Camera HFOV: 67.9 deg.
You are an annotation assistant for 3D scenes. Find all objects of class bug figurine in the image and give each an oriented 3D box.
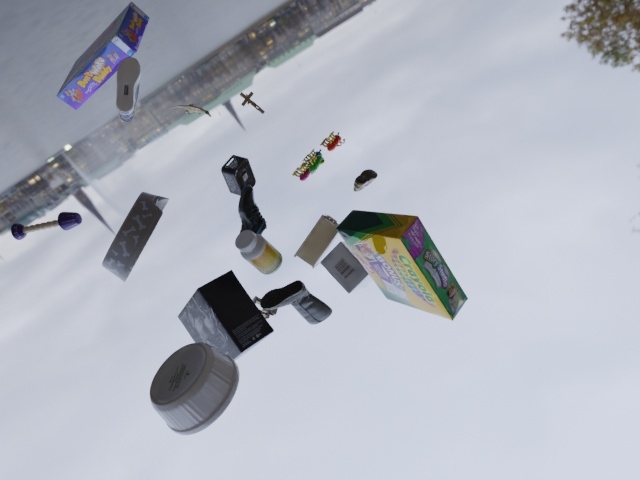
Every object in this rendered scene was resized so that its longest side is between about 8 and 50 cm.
[{"bbox_3d":[-0.013,-0.351,2.032,0.216,0.072,0.279,-54,-167,-24],"label":"bug figurine"}]

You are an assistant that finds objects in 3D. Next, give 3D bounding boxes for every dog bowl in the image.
[{"bbox_3d":[-0.679,-0.023,1.740,0.349,0.102,0.348,-51,-158,29],"label":"dog bowl"}]

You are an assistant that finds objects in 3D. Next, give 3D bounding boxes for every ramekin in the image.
[{"bbox_3d":[-0.390,0.433,1.440,0.273,0.127,0.273,-23,-146,17],"label":"ramekin"}]

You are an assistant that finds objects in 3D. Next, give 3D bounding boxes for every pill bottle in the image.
[{"bbox_3d":[-0.252,0.046,1.925,0.118,0.208,0.117,-15,-126,22],"label":"pill bottle"}]

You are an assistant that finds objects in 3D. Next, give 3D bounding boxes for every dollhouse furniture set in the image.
[{"bbox_3d":[-0.339,0.345,2.625,0.161,0.182,0.101,-34,-145,54],"label":"dollhouse furniture set"}]

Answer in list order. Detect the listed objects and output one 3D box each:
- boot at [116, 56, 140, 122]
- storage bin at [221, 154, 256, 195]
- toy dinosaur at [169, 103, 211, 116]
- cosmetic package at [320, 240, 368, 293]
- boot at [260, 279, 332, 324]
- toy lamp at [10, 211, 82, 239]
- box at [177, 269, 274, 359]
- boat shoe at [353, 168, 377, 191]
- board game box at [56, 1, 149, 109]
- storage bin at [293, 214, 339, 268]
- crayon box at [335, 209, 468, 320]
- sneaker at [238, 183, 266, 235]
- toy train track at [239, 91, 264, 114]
[{"bbox_3d":[-0.604,-0.471,1.491,0.086,0.069,0.190,151,-53,-69],"label":"boot"},{"bbox_3d":[-0.404,-0.320,2.363,0.084,0.180,0.122,19,-123,24],"label":"storage bin"},{"bbox_3d":[-0.585,-0.599,2.152,0.183,0.053,0.092,7,-174,-17],"label":"toy dinosaur"},{"bbox_3d":[0.168,0.128,2.389,0.156,0.217,0.385,-46,169,13],"label":"cosmetic package"},{"bbox_3d":[-0.083,0.234,1.673,0.190,0.208,0.076,-21,-128,16],"label":"boot"},{"bbox_3d":[-1.094,-0.063,1.908,0.275,0.080,0.080,-10,-152,6],"label":"toy lamp"},{"bbox_3d":[-0.411,0.350,2.013,0.179,0.312,0.343,-29,170,-40],"label":"box"},{"bbox_3d":[0.204,-0.279,2.240,0.190,0.068,0.072,-32,154,-49],"label":"boat shoe"},{"bbox_3d":[-0.749,-0.635,1.645,0.347,0.078,0.233,-29,-136,26],"label":"board game box"},{"bbox_3d":[0.000,0.000,2.553,0.262,0.123,0.260,-56,176,7],"label":"storage bin"},{"bbox_3d":[0.258,0.073,1.532,0.106,0.363,0.313,-47,-152,-18],"label":"crayon box"},{"bbox_3d":[-0.330,-0.115,2.354,0.140,0.340,0.125,3,-154,2],"label":"sneaker"},{"bbox_3d":[-0.194,-0.388,1.349,0.048,0.083,0.014,-53,-166,-5],"label":"toy train track"}]
